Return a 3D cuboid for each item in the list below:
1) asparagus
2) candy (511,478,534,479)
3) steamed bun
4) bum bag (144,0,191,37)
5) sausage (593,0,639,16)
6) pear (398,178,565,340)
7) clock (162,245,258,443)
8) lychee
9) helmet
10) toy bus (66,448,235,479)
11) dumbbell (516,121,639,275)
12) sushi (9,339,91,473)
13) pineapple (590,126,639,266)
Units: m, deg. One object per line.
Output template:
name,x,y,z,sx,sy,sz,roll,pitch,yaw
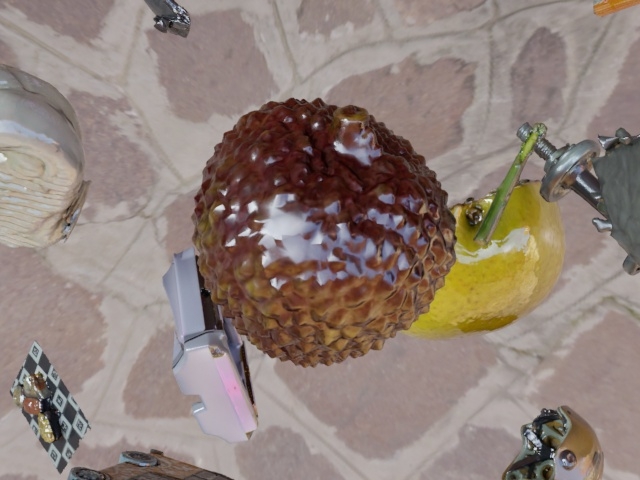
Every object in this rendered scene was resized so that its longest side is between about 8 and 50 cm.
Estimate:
asparagus,0.167,-0.052,0.791,0.015,0.018,0.127,23,76,27
candy,0.269,0.503,1.532,0.093,0.092,0.335,6,140,-38
steamed bun,-0.318,-0.094,0.851,0.211,0.218,0.144,14,53,-12
bum bag,-0.256,-0.381,1.325,0.049,0.087,0.198,-35,101,-15
sausage,0.416,-0.330,1.218,0.031,0.107,0.031,2,86,-29
pear,0.204,0.051,1.349,0.340,0.386,0.191,-16,85,-4
clock,-0.159,0.156,1.294,0.083,0.186,0.253,-15,136,-1
lychee,0.000,0.000,0.805,0.235,0.236,0.271,7,134,-4
helmet,0.424,0.408,1.603,0.130,0.198,0.224,27,57,-3
toy bus,-0.263,0.417,1.305,0.194,0.323,0.162,14,90,16
dumbbell,0.294,-0.034,0.915,0.081,0.081,0.254,-44,68,1
sushi,-0.471,0.286,1.524,0.201,0.031,0.139,47,120,26
pineapple,0.268,0.007,0.552,0.278,0.158,0.158,20,94,-38
